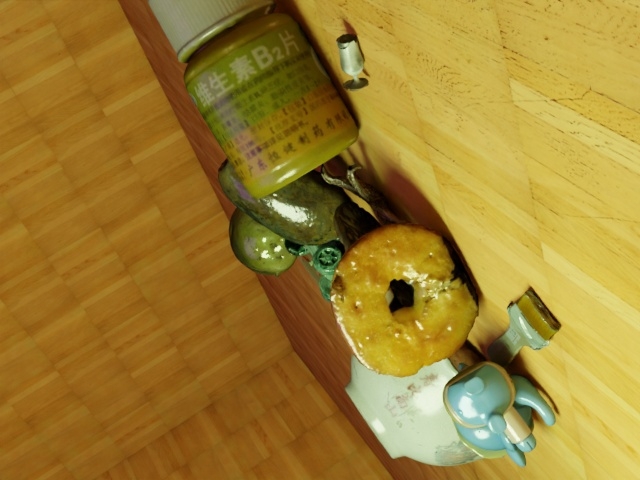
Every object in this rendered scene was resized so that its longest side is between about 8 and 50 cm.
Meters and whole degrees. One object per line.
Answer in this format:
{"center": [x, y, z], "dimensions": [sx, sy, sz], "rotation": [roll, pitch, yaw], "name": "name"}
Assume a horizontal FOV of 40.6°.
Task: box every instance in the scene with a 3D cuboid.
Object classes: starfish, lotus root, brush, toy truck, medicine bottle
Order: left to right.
{"center": [-0.116, -0.285, 1.476], "dimensions": [0.384, 0.224, 0.224], "rotation": [60, 169, -5], "name": "medicine bottle"}
{"center": [-0.067, -0.090, 1.675], "dimensions": [0.275, 0.152, 0.160], "rotation": [28, 166, -10], "name": "lotus root"}
{"center": [0.026, 0.005, 1.818], "dimensions": [0.279, 0.156, 0.155], "rotation": [52, 168, 31], "name": "toy truck"}
{"center": [0.097, -0.069, 1.585], "dimensions": [0.238, 0.057, 0.213], "rotation": [42, 180, -17], "name": "starfish"}
{"center": [0.304, 0.153, 1.350], "dimensions": [0.085, 0.020, 0.336], "rotation": [55, 169, 17], "name": "brush"}

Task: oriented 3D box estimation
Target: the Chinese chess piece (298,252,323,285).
{"center": [0.000, 0.000, 2.065], "dimensions": [0.273, 0.102, 0.273], "rotation": [55, 169, 16], "name": "Chinese chess piece"}

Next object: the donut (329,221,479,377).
{"center": [0.130, 0.093, 1.405], "dimensions": [0.253, 0.253, 0.118], "rotation": [60, 178, -7], "name": "donut"}

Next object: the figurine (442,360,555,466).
{"center": [0.288, 0.286, 1.439], "dimensions": [0.180, 0.154, 0.262], "rotation": [30, 176, 13], "name": "figurine"}

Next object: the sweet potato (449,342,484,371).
{"center": [0.281, 0.236, 1.603], "dimensions": [0.058, 0.055, 0.202], "rotation": [-48, 63, 34], "name": "sweet potato"}

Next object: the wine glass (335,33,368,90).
{"center": [0.044, -0.267, 1.296], "dimensions": [0.042, 0.039, 0.083], "rotation": [31, 151, 43], "name": "wine glass"}

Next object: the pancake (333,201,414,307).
{"center": [0.123, 0.050, 1.592], "dimensions": [0.288, 0.033, 0.286], "rotation": [42, -161, -27], "name": "pancake"}

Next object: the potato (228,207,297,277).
{"center": [-0.134, -0.002, 2.026], "dimensions": [0.197, 0.148, 0.228], "rotation": [51, 173, -30], "name": "potato"}

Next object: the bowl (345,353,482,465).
{"center": [0.179, 0.330, 1.827], "dimensions": [0.435, 0.196, 0.435], "rotation": [55, 176, 6], "name": "bowl"}
